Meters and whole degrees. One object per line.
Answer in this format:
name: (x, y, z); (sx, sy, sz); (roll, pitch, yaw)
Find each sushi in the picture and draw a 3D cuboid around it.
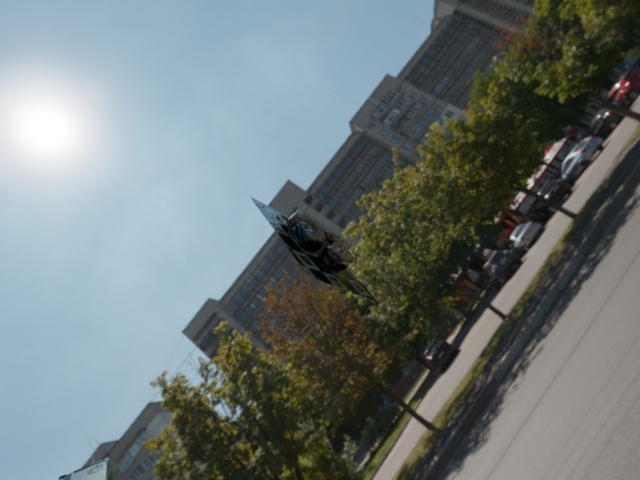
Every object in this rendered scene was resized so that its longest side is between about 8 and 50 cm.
sushi: (0.000, 0.000, 0.671); (0.040, 0.210, 0.192); (-50, -40, 11)

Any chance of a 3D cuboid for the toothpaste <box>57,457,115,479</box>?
toothpaste: (-0.232, 0.339, 0.408); (0.067, 0.081, 0.336); (-13, 6, -26)
